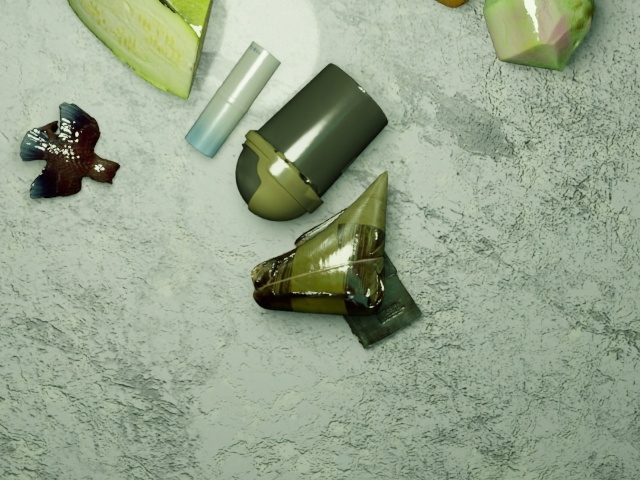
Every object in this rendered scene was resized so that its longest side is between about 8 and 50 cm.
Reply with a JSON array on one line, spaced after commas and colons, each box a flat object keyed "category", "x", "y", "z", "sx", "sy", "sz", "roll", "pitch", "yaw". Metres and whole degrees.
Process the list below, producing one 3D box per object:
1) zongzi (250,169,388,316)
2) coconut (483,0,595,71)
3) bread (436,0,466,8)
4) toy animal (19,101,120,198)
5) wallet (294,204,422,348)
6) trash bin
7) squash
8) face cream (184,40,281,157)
[{"category": "zongzi", "x": 0.000, "y": 0.000, "z": 1.418, "sx": 0.289, "sy": 0.154, "sz": 0.318, "roll": 4, "pitch": 88, "yaw": 4}, {"category": "coconut", "x": 0.444, "y": -0.450, "z": 1.329, "sx": 0.204, "sy": 0.236, "sz": 0.236, "roll": -18, "pitch": 108, "yaw": 37}, {"category": "bread", "x": 0.283, "y": -0.629, "z": 1.234, "sx": 0.337, "sy": 0.148, "sz": 0.328, "roll": -44, "pitch": 134, "yaw": 9}, {"category": "toy animal", "x": -0.520, "y": -0.169, "z": 1.376, "sx": 0.179, "sy": 0.116, "sz": 0.219, "roll": 23, "pitch": 95, "yaw": -9}, {"category": "wallet", "x": 0.089, "y": 0.088, "z": 1.520, "sx": 0.169, "sy": 0.044, "sz": 0.317, "roll": -31, "pitch": 102, "yaw": 7}, {"category": "trash bin", "x": -0.037, "y": -0.187, "z": 1.357, "sx": 0.214, "sy": 0.214, "sz": 0.334, "roll": 42, "pitch": 94, "yaw": -13}, {"category": "squash", "x": -0.373, "y": -0.445, "z": 1.260, "sx": 0.308, "sy": 0.234, "sz": 0.210, "roll": 14, "pitch": 61, "yaw": -12}, {"category": "face cream", "x": -0.185, "y": -0.295, "z": 1.386, "sx": 0.077, "sy": 0.077, "sz": 0.250, "roll": 37, "pitch": 99, "yaw": -12}]
